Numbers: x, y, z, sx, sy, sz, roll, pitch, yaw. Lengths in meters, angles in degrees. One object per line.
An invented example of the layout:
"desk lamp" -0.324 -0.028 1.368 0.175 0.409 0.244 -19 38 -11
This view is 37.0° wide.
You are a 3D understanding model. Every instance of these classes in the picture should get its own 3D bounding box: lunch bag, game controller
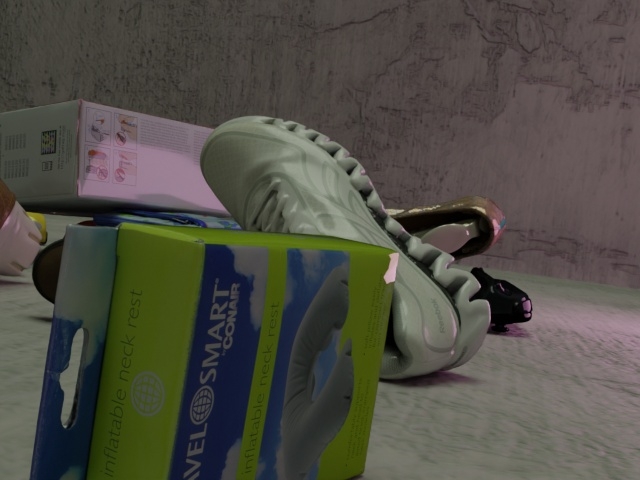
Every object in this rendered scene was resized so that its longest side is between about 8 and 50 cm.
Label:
"lunch bag" -0.186 0.009 1.254 0.219 0.090 0.176 8 5 44
"game controller" 0.176 0.077 1.251 0.167 0.067 0.319 -7 0 5

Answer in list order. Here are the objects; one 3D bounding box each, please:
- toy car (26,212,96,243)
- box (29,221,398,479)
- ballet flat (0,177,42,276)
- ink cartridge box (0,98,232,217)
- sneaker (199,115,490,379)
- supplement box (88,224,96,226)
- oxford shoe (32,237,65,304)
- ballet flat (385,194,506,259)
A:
"toy car" -0.449 -0.017 1.472 0.239 0.053 0.225 8 2 27
"box" -0.030 0.050 0.374 0.042 0.109 0.178 10 4 29
"ballet flat" -0.370 -0.011 1.029 0.124 0.116 0.342 36 -17 -21
"ink cartridge box" -0.313 -0.103 1.374 0.272 0.130 0.309 -2 -4 36
"sneaker" 0.000 0.000 0.768 0.292 0.110 0.118 41 31 21
"supplement box" -0.285 0.008 1.352 0.043 0.055 0.083 7 1 33
"oxford shoe" -0.124 0.037 0.776 0.227 0.082 0.096 7 4 -2
"ballet flat" 0.101 0.005 1.334 0.316 0.107 0.106 -17 12 10
